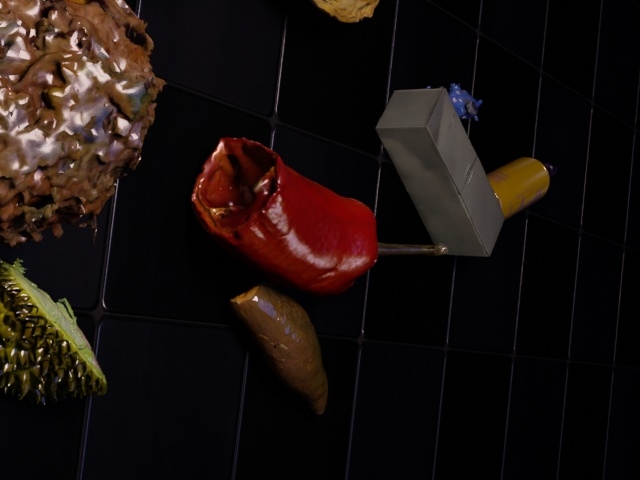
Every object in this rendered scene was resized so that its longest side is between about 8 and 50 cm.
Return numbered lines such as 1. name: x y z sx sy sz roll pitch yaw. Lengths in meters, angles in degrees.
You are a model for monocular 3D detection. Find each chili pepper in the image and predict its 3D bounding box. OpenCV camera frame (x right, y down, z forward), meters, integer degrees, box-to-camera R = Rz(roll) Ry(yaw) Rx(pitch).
1. chili pepper: -0.004 0.001 1.341 0.338 0.134 0.131 28 85 -49

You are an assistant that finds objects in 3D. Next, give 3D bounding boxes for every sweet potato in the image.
1. sweet potato: -0.031 0.131 1.373 0.244 0.077 0.077 57 48 -39

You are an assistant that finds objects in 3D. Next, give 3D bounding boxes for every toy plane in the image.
1. toy plane: 0.190 -0.206 1.695 0.167 0.054 0.062 -6 73 -56

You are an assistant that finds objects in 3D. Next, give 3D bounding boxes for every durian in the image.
1. durian: -0.260 0.089 1.055 0.100 0.086 0.215 -102 167 -46

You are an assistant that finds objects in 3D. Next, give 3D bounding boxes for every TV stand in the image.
1. TV stand: 0.176 -0.094 1.643 0.269 0.088 0.083 58 47 -41

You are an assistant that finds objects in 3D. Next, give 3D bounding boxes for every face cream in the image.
1. face cream: 0.317 -0.088 1.857 0.273 0.078 0.078 -26 114 -52

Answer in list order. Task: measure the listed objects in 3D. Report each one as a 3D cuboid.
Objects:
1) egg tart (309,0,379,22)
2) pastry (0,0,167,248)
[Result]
1. egg tart: 0.005 -0.375 1.355 0.241 0.105 0.241 -2 92 -57
2. pastry: -0.239 -0.127 0.941 0.274 0.192 0.275 -10 102 -54
